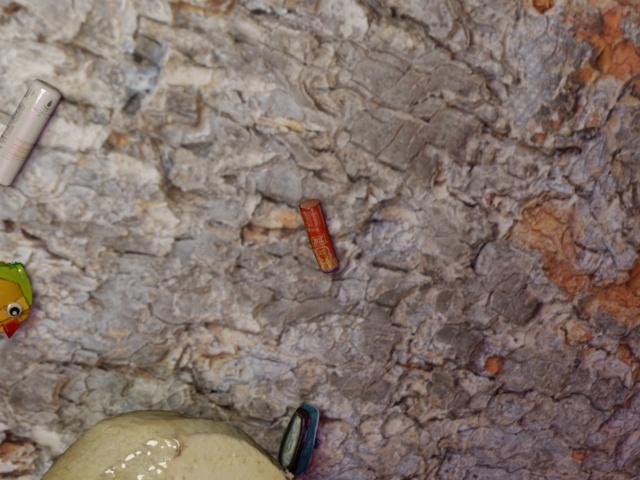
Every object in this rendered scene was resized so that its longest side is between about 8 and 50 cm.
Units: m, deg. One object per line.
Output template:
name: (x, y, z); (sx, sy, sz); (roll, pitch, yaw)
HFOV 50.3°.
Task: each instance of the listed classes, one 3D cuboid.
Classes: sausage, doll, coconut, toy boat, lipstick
sausage: (0.000, 0.000, 1.053); (0.034, 0.034, 0.129); (-21, 115, -10)
doll: (-0.472, 0.071, 0.881); (0.186, 0.106, 0.134); (6, 95, -38)
coconut: (-0.245, 0.433, 0.968); (0.405, 0.404, 0.404); (-6, 112, -16)
toy boat: (-0.031, 0.343, 1.162); (0.061, 0.060, 0.137); (4, 105, -46)
lipstick: (-0.380, -0.137, 0.868); (0.040, 0.040, 0.141); (29, 99, -26)
